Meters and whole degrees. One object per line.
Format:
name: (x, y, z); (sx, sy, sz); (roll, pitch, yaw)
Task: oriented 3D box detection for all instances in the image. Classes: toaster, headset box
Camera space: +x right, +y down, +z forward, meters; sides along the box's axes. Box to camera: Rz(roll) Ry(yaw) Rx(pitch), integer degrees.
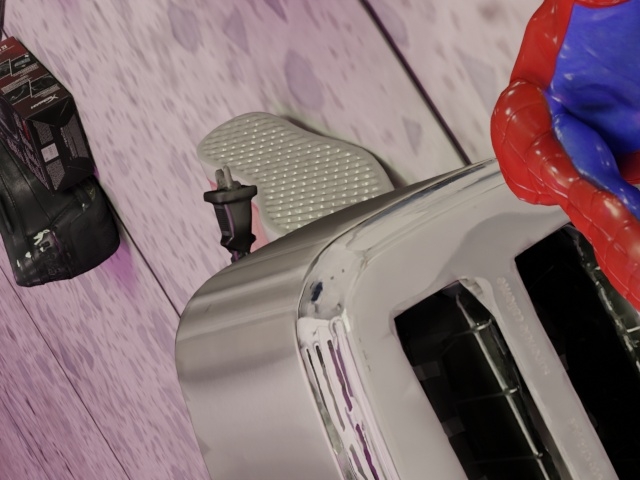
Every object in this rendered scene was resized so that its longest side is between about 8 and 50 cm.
toaster: (0.047, 0.064, 0.563); (0.227, 0.129, 0.146); (65, 159, 0)
headset box: (-0.171, -0.075, 1.089); (0.083, 0.032, 0.062); (45, 157, 42)

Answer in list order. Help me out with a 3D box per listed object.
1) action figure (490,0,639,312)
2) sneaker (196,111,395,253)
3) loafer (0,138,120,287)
action figure: (0.070, -0.065, 0.316); (0.139, 0.091, 0.280); (45, 166, 42)
sneaker: (0.000, 0.000, 0.714); (0.134, 0.051, 0.070); (37, 153, 58)
loafer: (-0.206, -0.040, 1.165); (0.223, 0.078, 0.076); (40, 154, 47)
